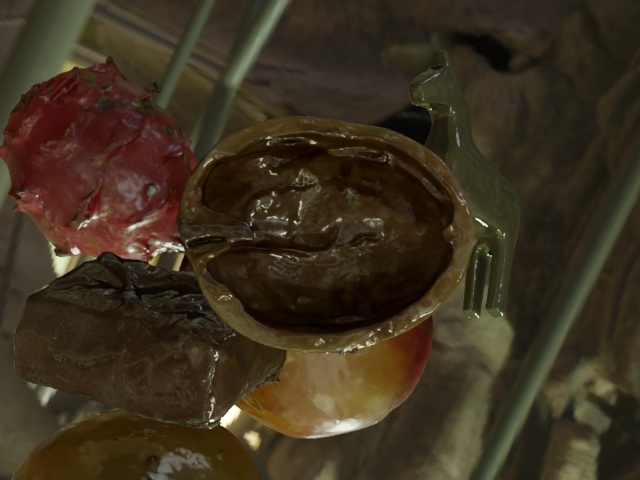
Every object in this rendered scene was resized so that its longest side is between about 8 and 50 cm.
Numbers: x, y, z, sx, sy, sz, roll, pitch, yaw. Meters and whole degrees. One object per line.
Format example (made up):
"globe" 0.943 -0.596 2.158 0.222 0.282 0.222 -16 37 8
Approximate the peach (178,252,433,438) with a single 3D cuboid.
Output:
"peach" -0.023 0.072 1.276 0.238 0.281 0.281 -41 -152 45

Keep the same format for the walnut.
"walnut" 0.002 0.000 0.888 0.087 0.211 0.167 119 -25 -79

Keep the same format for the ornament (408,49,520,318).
"ornament" 0.154 -0.068 1.377 0.061 0.230 0.245 -8 -121 36

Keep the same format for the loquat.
"loquat" -0.178 0.287 1.199 0.275 0.274 0.275 -57 -163 29

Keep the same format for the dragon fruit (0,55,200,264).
"dragon fruit" -0.231 -0.066 1.359 0.205 0.268 0.210 -35 -154 29

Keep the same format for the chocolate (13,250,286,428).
"chocolate" -0.144 0.074 1.030 0.148 0.214 0.093 -28 129 -63
